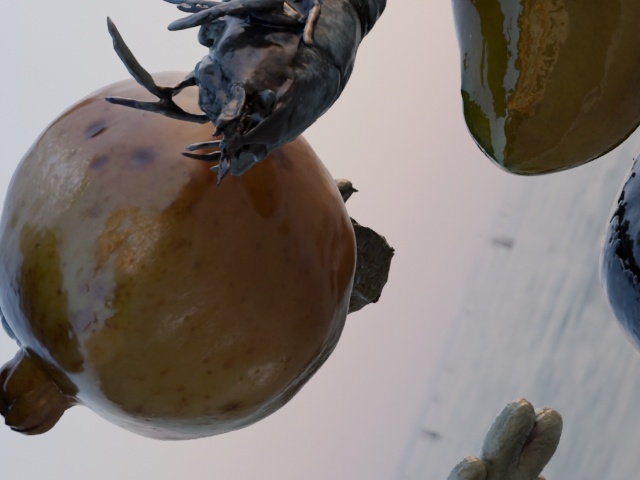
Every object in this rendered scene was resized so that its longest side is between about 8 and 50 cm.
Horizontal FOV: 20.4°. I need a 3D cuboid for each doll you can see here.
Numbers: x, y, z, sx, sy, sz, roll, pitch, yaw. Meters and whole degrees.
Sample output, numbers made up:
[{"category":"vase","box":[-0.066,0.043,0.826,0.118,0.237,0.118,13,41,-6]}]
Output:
[{"category":"doll","box":[0.231,0.340,2.322,0.278,0.175,0.149,-65,18,5]}]

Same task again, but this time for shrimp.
[{"category":"shrimp","box":[-0.035,-0.168,1.411,0.410,0.166,0.221,-45,-35,-50]}]

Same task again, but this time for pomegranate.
[{"category":"pomegranate","box":[-0.165,0.038,1.773,0.410,0.410,0.410,20,-90,-85]}]

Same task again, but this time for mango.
[{"category":"mango","box":[0.216,-0.207,1.589,0.173,0.211,0.317,125,154,-77]}]

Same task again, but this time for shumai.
[{"category":"shumai","box":[0.000,0.000,2.519,0.166,0.206,0.175,-59,17,26]}]

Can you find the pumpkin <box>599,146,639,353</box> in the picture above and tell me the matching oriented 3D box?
[{"category":"pumpkin","box":[0.595,-0.007,2.489,0.454,0.344,0.454,-29,45,33]}]

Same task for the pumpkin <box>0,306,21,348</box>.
[{"category":"pumpkin","box":[-0.341,0.069,2.382,0.150,0.194,0.194,-91,18,-68]}]
